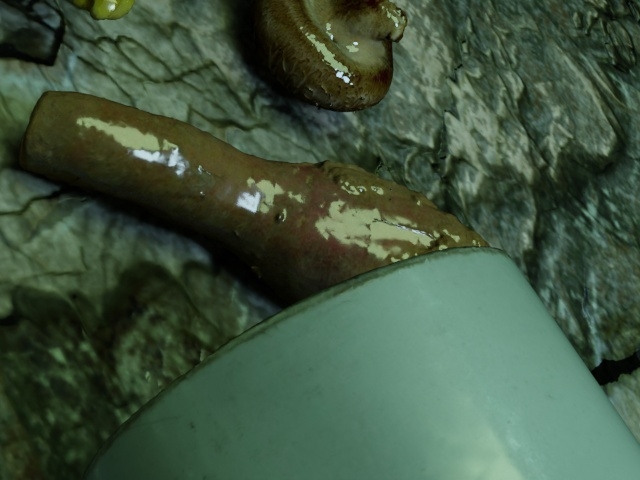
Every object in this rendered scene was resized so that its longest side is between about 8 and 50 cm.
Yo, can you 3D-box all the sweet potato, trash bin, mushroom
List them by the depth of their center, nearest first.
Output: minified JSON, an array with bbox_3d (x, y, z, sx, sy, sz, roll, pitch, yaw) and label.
[{"bbox_3d":[0.092,0.245,0.735,0.280,0.280,0.432,-8,61,-48],"label":"trash bin"},{"bbox_3d":[0.000,0.000,0.995,0.385,0.109,0.109,29,41,-16],"label":"sweet potato"},{"bbox_3d":[0.005,-0.143,1.137,0.109,0.085,0.126,8,45,4],"label":"mushroom"}]

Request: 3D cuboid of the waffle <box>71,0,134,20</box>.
[{"bbox_3d":[-0.130,-0.250,1.062,0.260,0.069,0.293,42,35,19],"label":"waffle"}]
